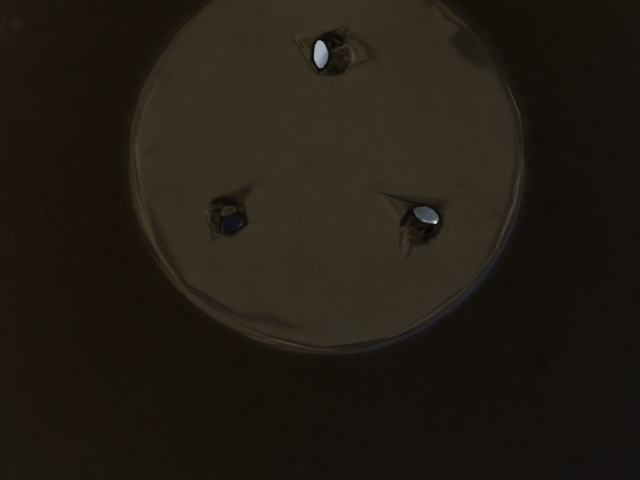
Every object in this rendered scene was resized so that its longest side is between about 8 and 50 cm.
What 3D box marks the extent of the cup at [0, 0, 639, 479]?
[{"bbox_3d":[0.000,0.000,0.452,0.331,0.331,0.237,-50,9,16],"label":"cup"}]
